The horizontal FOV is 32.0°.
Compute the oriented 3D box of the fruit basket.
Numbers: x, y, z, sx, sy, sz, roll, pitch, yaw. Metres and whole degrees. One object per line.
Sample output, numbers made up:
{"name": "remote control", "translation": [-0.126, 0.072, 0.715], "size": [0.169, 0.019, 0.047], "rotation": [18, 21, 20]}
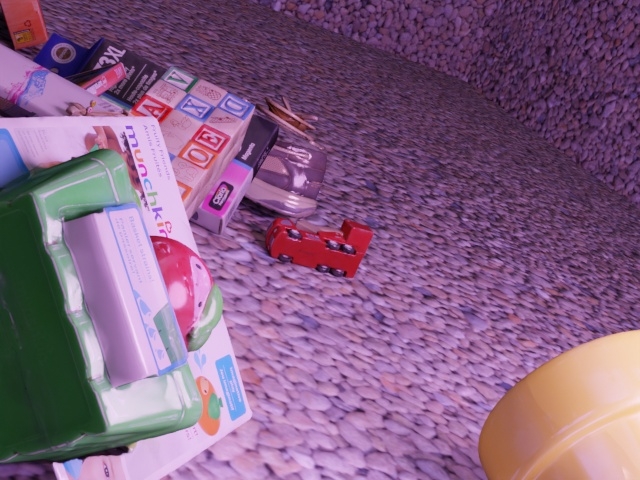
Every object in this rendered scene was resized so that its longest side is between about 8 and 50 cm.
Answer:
{"name": "fruit basket", "translation": [-0.163, 0.042, 0.962], "size": [0.353, 0.165, 0.327], "rotation": [-16, 89, -65]}

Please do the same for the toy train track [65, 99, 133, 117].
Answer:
{"name": "toy train track", "translation": [-0.220, -0.131, 1.121], "size": [0.048, 0.014, 0.083], "rotation": [38, 23, 28]}

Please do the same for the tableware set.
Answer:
{"name": "tableware set", "translation": [-0.044, -0.186, 1.653], "size": [0.128, 0.039, 0.194], "rotation": [32, 4, 2]}

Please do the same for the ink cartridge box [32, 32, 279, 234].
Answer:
{"name": "ink cartridge box", "translation": [-0.261, -0.167, 1.576], "size": [0.371, 0.175, 0.069], "rotation": [26, -26, 5]}

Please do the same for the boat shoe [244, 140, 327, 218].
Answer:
{"name": "boat shoe", "translation": [-0.153, -0.155, 1.695], "size": [0.355, 0.130, 0.132], "rotation": [25, 1, -6]}

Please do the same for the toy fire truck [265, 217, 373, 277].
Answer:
{"name": "toy fire truck", "translation": [0.000, 0.000, 1.646], "size": [0.192, 0.047, 0.135], "rotation": [15, 19, -24]}

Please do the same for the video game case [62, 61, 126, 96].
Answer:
{"name": "video game case", "translation": [-0.380, -0.163, 1.404], "size": [0.204, 0.025, 0.285], "rotation": [-13, 17, 13]}

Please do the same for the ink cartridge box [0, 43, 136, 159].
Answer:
{"name": "ink cartridge box", "translation": [-0.341, -0.084, 1.174], "size": [0.278, 0.201, 0.117], "rotation": [29, 19, 7]}

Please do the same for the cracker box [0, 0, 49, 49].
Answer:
{"name": "cracker box", "translation": [-0.542, -0.451, 1.985], "size": [0.067, 0.155, 0.232], "rotation": [-16, 30, -9]}

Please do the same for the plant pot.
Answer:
{"name": "plant pot", "translation": [0.314, 0.255, 1.084], "size": [0.254, 0.254, 0.239], "rotation": [13, 36, -34]}

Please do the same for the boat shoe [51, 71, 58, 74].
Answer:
{"name": "boat shoe", "translation": [-0.451, -0.260, 1.775], "size": [0.049, 0.042, 0.133], "rotation": [30, 17, 20]}

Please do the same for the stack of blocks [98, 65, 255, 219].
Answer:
{"name": "stack of blocks", "translation": [-0.221, -0.105, 1.409], "size": [0.171, 0.087, 0.297], "rotation": [27, 40, 2]}
